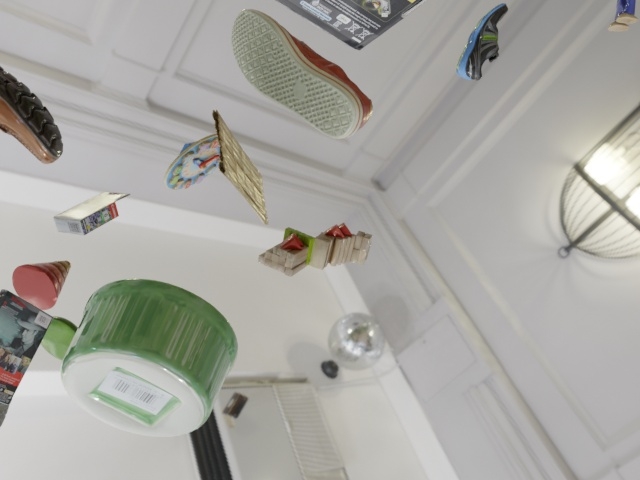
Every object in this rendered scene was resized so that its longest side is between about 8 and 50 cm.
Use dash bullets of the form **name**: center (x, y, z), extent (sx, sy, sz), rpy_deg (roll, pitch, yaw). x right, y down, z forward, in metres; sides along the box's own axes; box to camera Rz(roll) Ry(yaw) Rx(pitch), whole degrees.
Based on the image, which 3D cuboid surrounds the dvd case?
- **dvd case**: center (-0.387, 0.132, 0.667), extent (0.087, 0.013, 0.120), rpy_deg (62, -140, -56)

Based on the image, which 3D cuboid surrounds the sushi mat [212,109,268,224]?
- **sushi mat**: center (-0.180, -0.157, 1.255), extent (0.316, 0.019, 0.152), rpy_deg (59, -159, -68)

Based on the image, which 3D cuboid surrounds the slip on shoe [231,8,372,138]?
- **slip on shoe**: center (-0.039, -0.300, 0.980), extent (0.331, 0.123, 0.101), rpy_deg (42, -146, 18)

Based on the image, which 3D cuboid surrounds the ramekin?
- **ramekin**: center (-0.317, 0.229, 1.002), extent (0.303, 0.303, 0.148), rpy_deg (31, -142, -16)

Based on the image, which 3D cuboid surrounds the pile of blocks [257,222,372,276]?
- **pile of blocks**: center (0.000, 0.000, 1.490), extent (0.362, 0.113, 0.149), rpy_deg (-6, -151, -40)

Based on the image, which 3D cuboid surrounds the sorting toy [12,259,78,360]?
- **sorting toy**: center (-0.623, 0.195, 1.356), extent (0.126, 0.126, 0.366), rpy_deg (-60, -38, -59)

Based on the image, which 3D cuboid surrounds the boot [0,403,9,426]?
- **boot**: center (-0.634, 0.240, 0.944), extent (0.178, 0.085, 0.237), rpy_deg (11, -116, -14)

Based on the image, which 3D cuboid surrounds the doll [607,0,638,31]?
- **doll**: center (0.624, -0.533, 1.102), extent (0.046, 0.189, 0.129), rpy_deg (5, 178, 4)

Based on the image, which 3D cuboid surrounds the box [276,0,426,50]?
- **box**: center (-0.008, -0.339, 0.411), extent (0.394, 0.318, 0.097), rpy_deg (18, -114, -35)

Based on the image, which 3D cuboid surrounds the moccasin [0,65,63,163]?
- **moccasin**: center (-0.761, -0.316, 1.237), extent (0.380, 0.147, 0.139), rpy_deg (44, -165, -25)

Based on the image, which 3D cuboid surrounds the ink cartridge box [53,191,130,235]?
- **ink cartridge box**: center (-0.375, -0.047, 0.905), extent (0.062, 0.029, 0.115), rpy_deg (7, -151, 25)

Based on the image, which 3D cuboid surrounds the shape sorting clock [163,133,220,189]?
- **shape sorting clock**: center (-0.304, -0.196, 1.372), extent (0.040, 0.206, 0.206), rpy_deg (47, -151, 11)

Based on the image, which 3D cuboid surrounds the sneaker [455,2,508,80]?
- **sneaker**: center (0.381, -0.454, 1.252), extent (0.078, 0.188, 0.067), rpy_deg (26, 180, -3)
